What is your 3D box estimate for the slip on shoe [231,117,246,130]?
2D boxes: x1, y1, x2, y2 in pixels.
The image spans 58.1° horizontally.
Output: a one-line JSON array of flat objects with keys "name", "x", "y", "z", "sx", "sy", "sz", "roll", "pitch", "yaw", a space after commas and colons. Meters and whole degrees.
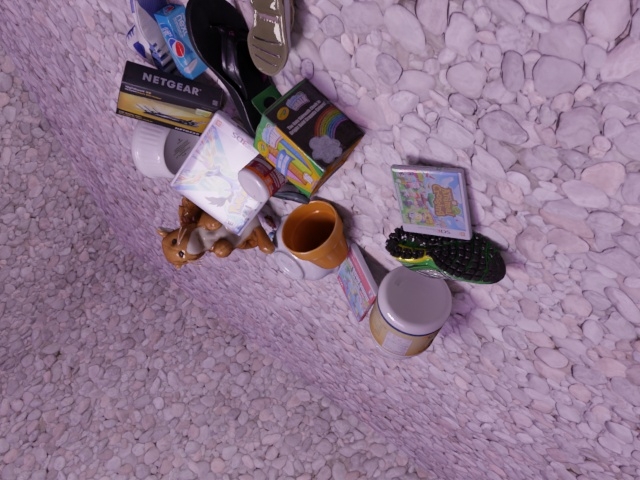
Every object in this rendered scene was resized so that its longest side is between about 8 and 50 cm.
[{"name": "slip on shoe", "x": -0.283, "y": -0.273, "z": 2.026, "sx": 0.123, "sy": 0.101, "sz": 0.331, "roll": 26, "pitch": 150, "yaw": 30}]

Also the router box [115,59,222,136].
[{"name": "router box", "x": -0.504, "y": -0.458, "z": 1.903, "sx": 0.308, "sy": 0.081, "sz": 0.243, "roll": 12, "pitch": 163, "yaw": -20}]

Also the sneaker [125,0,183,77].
[{"name": "sneaker", "x": -0.547, "y": -0.653, "z": 1.800, "sx": 0.182, "sy": 0.127, "sz": 0.315, "roll": 28, "pitch": 152, "yaw": 25}]

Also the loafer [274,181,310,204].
[{"name": "loafer", "x": -0.117, "y": -0.183, "z": 1.973, "sx": 0.096, "sy": 0.084, "sz": 0.267, "roll": 22, "pitch": 177, "yaw": -42}]

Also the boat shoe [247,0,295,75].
[{"name": "boat shoe", "x": -0.107, "y": -0.531, "z": 1.377, "sx": 0.113, "sy": 0.103, "sz": 0.302, "roll": 25, "pitch": 150, "yaw": 8}]

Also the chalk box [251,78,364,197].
[{"name": "chalk box", "x": -0.061, "y": -0.298, "z": 1.580, "sx": 0.289, "sy": 0.180, "sz": 0.179, "roll": 43, "pitch": 154, "yaw": 3}]

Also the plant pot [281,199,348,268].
[{"name": "plant pot", "x": 0.000, "y": 0.000, "z": 1.945, "sx": 0.205, "sy": 0.205, "sz": 0.188, "roll": 22, "pitch": 162, "yaw": 37}]

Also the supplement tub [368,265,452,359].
[{"name": "supplement tub", "x": 0.277, "y": 0.241, "z": 1.847, "sx": 0.228, "sy": 0.228, "sz": 0.316, "roll": 36, "pitch": 154, "yaw": 16}]

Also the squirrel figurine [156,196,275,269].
[{"name": "squirrel figurine", "x": -0.429, "y": -0.042, "z": 2.212, "sx": 0.281, "sy": 0.370, "sz": 0.397, "roll": 65, "pitch": 171, "yaw": -27}]

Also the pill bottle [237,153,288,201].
[{"name": "pill bottle", "x": -0.136, "y": -0.227, "z": 1.742, "sx": 0.121, "sy": 0.221, "sz": 0.121, "roll": 34, "pitch": 153, "yaw": 20}]

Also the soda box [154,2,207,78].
[{"name": "soda box", "x": -0.422, "y": -0.605, "z": 1.756, "sx": 0.067, "sy": 0.071, "sz": 0.210, "roll": 25, "pitch": 149, "yaw": 34}]

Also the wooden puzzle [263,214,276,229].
[{"name": "wooden puzzle", "x": -0.203, "y": -0.072, "z": 2.322, "sx": 0.049, "sy": 0.006, "sz": 0.083, "roll": 19, "pitch": 145, "yaw": 41}]

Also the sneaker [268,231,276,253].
[{"name": "sneaker", "x": -0.172, "y": 0.024, "z": 2.385, "sx": 0.073, "sy": 0.063, "sz": 0.162, "roll": 41, "pitch": 157, "yaw": 49}]

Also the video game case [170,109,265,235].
[{"name": "video game case", "x": -0.303, "y": -0.216, "z": 1.924, "sx": 0.300, "sy": 0.036, "sz": 0.329, "roll": 37, "pitch": 119, "yaw": -8}]

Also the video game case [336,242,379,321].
[{"name": "video game case", "x": 0.130, "y": 0.157, "z": 2.066, "sx": 0.285, "sy": 0.025, "sz": 0.204, "roll": 108, "pitch": 140, "yaw": -62}]

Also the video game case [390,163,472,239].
[{"name": "video game case", "x": 0.288, "y": -0.099, "z": 1.491, "sx": 0.193, "sy": 0.023, "sz": 0.212, "roll": 9, "pitch": 134, "yaw": 32}]

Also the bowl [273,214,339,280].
[{"name": "bowl", "x": -0.081, "y": 0.055, "z": 2.195, "sx": 0.298, "sy": 0.134, "sz": 0.298, "roll": 33, "pitch": 152, "yaw": 20}]

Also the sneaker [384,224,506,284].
[{"name": "sneaker", "x": 0.355, "y": 0.047, "z": 1.595, "sx": 0.343, "sy": 0.134, "sz": 0.146, "roll": 17, "pitch": 164, "yaw": 41}]

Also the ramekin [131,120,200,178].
[{"name": "ramekin", "x": -0.558, "y": -0.354, "z": 2.132, "sx": 0.127, "sy": 0.273, "sz": 0.273, "roll": 16, "pitch": 145, "yaw": 24}]

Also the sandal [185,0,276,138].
[{"name": "sandal", "x": -0.198, "y": -0.464, "z": 1.555, "sx": 0.107, "sy": 0.167, "sz": 0.446, "roll": 15, "pitch": 148, "yaw": 42}]
